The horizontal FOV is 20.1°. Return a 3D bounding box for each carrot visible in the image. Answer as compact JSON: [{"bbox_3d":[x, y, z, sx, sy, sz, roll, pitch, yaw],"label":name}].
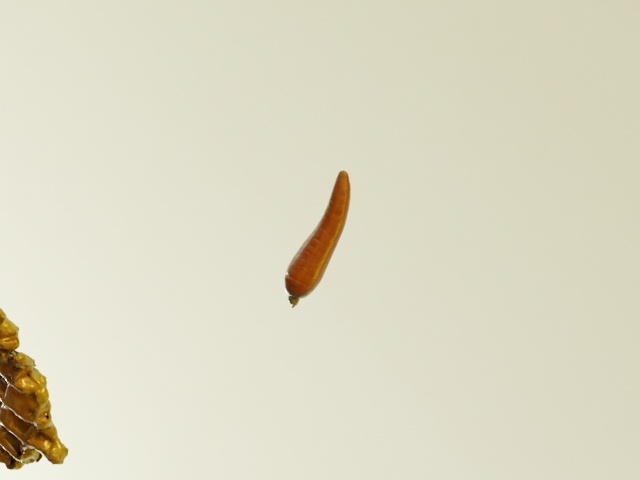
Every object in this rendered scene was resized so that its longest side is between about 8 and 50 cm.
[{"bbox_3d":[0.000,0.000,1.717,0.035,0.035,0.142,33,-77,32],"label":"carrot"}]

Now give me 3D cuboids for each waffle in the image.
[{"bbox_3d":[-0.378,0.142,1.985,0.245,0.052,0.254,10,-56,47],"label":"waffle"}]
